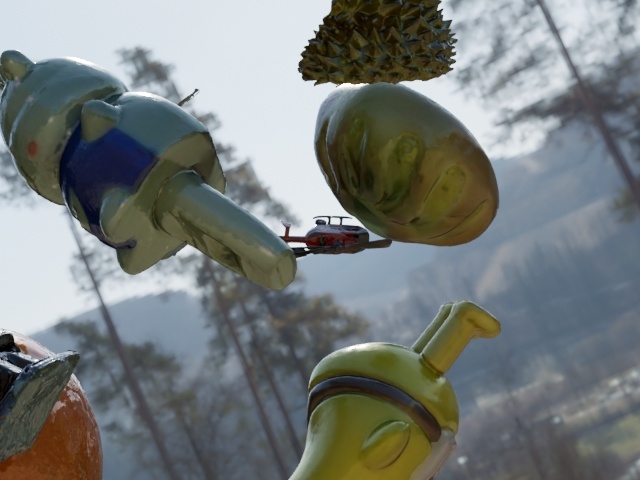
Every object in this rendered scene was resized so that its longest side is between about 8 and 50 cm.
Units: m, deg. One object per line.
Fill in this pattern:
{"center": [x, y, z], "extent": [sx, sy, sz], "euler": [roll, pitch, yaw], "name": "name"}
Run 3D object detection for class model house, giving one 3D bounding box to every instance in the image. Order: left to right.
{"center": [-0.340, 0.141, 1.235], "extent": [0.152, 0.106, 0.165], "euler": [19, 5, 11], "name": "model house"}

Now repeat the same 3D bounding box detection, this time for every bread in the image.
{"center": [0.095, -0.107, 1.611], "extent": [0.158, 0.260, 0.156], "euler": [-50, -30, -22], "name": "bread"}

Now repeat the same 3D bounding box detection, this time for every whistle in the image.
{"center": [-0.115, -0.040, 0.773], "extent": [0.092, 0.244, 0.110], "euler": [-46, -25, -20], "name": "whistle"}

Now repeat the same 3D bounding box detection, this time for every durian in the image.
{"center": [0.064, -0.206, 1.171], "extent": [0.119, 0.108, 0.186], "euler": [16, 28, 33], "name": "durian"}

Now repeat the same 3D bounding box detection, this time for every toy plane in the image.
{"center": [0.000, 0.000, 1.382], "extent": [0.145, 0.037, 0.060], "euler": [0, 21, -20], "name": "toy plane"}

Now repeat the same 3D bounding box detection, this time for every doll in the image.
{"center": [0.021, 0.196, 1.142], "extent": [0.363, 0.145, 0.199], "euler": [-50, -1, -10], "name": "doll"}

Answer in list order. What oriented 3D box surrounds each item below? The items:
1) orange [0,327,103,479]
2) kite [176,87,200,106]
{"center": [-0.471, 0.307, 1.635], "extent": [0.424, 0.326, 0.424], "euler": [-37, 0, 0], "name": "orange"}
{"center": [-0.279, -0.149, 1.915], "extent": [0.250, 0.012, 0.229], "euler": [-36, -2, 2], "name": "kite"}
